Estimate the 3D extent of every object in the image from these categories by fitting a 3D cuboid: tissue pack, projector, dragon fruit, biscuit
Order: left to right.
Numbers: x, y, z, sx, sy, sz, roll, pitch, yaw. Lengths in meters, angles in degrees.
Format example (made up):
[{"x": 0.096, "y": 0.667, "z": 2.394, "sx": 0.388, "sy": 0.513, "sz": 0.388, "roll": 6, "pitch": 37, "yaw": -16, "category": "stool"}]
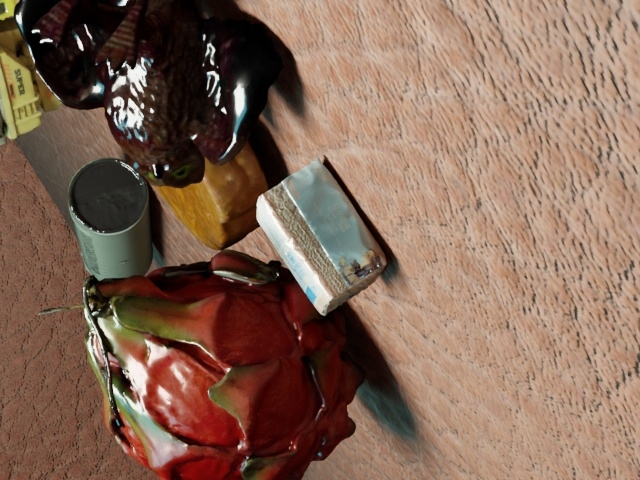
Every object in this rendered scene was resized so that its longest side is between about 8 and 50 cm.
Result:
[{"x": -0.185, "y": -0.194, "z": 1.166, "sx": 0.455, "sy": 0.078, "sz": 0.350, "roll": 60, "pitch": 164, "yaw": -18, "category": "biscuit"}, {"x": -0.290, "y": -0.018, "z": 1.900, "sx": 0.108, "sy": 0.108, "sz": 0.337, "roll": 55, "pitch": 167, "yaw": 8, "category": "projector"}, {"x": -0.106, "y": 0.109, "z": 1.185, "sx": 0.293, "sy": 0.233, "sz": 0.234, "roll": 28, "pitch": 175, "yaw": -17, "category": "dragon fruit"}, {"x": 0.000, "y": 0.000, "z": 0.977, "sx": 0.094, "sy": 0.059, "sz": 0.074, "roll": 56, "pitch": 169, "yaw": 7, "category": "tissue pack"}]

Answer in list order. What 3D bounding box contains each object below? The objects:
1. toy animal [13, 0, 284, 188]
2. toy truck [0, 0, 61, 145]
[{"x": -0.110, "y": -0.121, "z": 0.968, "sx": 0.219, "sy": 0.116, "sz": 0.179, "roll": 17, "pitch": 151, "yaw": 23, "category": "toy animal"}, {"x": -0.419, "y": -0.255, "z": 1.725, "sx": 0.124, "sy": 0.157, "sz": 0.272, "roll": 44, "pitch": 149, "yaw": 45, "category": "toy truck"}]
